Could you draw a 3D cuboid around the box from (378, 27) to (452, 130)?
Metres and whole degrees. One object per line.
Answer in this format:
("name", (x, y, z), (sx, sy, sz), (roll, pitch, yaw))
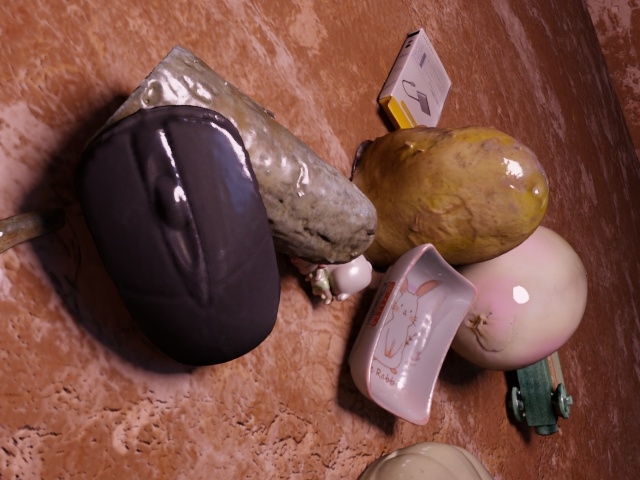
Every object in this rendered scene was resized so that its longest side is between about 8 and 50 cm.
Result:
("box", (0.164, -0.251, 1.131), (0.129, 0.033, 0.247), (54, 42, -29))

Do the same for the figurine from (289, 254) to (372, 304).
("figurine", (0.006, 0.000, 0.799), (0.098, 0.081, 0.146), (-44, 115, -49))

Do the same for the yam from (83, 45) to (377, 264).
("yam", (-0.066, -0.067, 0.657), (0.330, 0.133, 0.133), (29, 57, -36))

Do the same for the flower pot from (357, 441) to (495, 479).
("flower pot", (0.190, 0.402, 0.787), (0.307, 0.244, 0.307), (19, 65, -48))

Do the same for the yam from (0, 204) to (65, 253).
("yam", (-0.281, 0.018, 0.462), (0.027, 0.029, 0.234), (49, 38, 8))

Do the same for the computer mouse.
("computer mouse", (-0.105, 0.020, 0.559), (0.086, 0.137, 0.270), (-122, -165, -53))

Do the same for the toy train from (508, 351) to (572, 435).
("toy train", (0.411, 0.220, 1.259), (0.177, 0.116, 0.285), (-8, 85, -66))

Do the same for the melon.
("melon", (0.307, 0.085, 1.057), (0.317, 0.223, 0.223), (-19, 95, -54))

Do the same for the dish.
("dish", (0.113, 0.121, 0.876), (0.151, 0.077, 0.212), (38, 70, -39))

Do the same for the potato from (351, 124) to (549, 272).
("potato", (0.187, -0.064, 0.915), (0.229, 0.266, 0.229), (14, 72, -49))
